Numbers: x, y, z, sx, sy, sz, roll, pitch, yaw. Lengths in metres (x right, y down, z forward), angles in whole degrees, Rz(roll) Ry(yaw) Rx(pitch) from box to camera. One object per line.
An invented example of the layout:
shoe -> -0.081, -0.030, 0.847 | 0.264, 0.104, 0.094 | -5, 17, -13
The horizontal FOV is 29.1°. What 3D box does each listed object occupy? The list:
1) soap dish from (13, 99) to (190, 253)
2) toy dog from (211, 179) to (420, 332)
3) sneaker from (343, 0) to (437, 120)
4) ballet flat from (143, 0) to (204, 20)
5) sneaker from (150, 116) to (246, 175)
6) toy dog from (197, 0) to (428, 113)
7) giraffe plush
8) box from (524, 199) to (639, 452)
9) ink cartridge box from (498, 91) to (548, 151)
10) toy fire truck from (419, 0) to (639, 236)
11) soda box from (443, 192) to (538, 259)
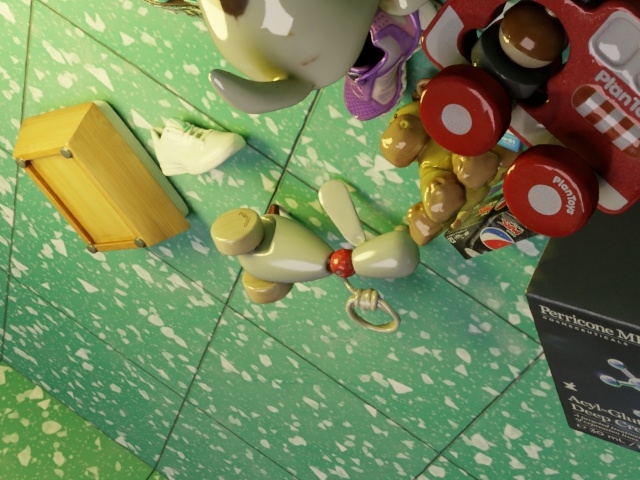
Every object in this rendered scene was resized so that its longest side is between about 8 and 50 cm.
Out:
soap dish -> -0.395, -0.104, 2.191 | 0.229, 0.118, 0.291 | -4, 130, 46
toy dog -> 0.000, 0.000, 1.957 | 0.334, 0.161, 0.220 | 13, 140, 9
sneaker -> 0.063, -0.230, 1.591 | 0.095, 0.104, 0.236 | 46, 149, 13
ballet flat -> -0.192, -0.342, 1.751 | 0.188, 0.070, 0.070 | 23, 145, 28
sneaker -> -0.209, -0.160, 1.990 | 0.212, 0.080, 0.094 | -5, 117, 49
toy dog -> -0.094, -0.377, 1.322 | 0.284, 0.395, 0.408 | 10, 148, 50
giraffe plush -> 0.154, -0.118, 1.625 | 0.181, 0.210, 0.170 | -45, 79, 21
box -> 0.449, 0.112, 1.494 | 0.293, 0.212, 0.395 | 17, 156, 29
ink cartridge box -> 0.246, -0.183, 1.501 | 0.052, 0.088, 0.122 | 26, 146, 18
toy fire truck -> 0.262, -0.171, 1.287 | 0.302, 0.169, 0.254 | 44, 137, 4
soda box -> 0.251, -0.027, 1.721 | 0.053, 0.060, 0.169 | 45, 147, -14
